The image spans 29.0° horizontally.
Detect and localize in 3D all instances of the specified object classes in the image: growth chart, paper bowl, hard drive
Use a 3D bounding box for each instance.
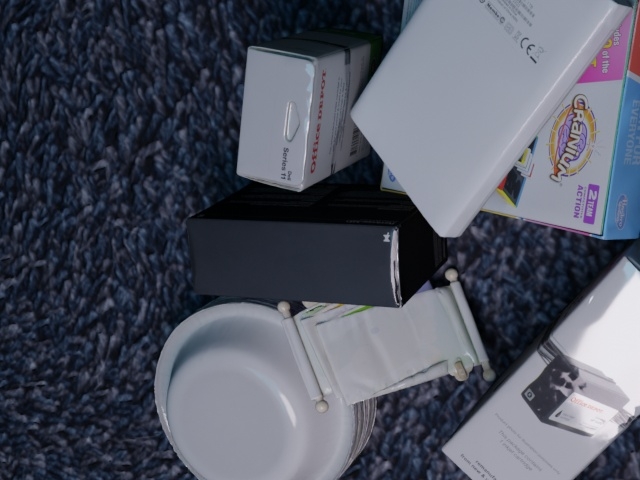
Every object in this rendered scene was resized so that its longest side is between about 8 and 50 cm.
[{"bbox_3d":[0.076,0.112,1.490,0.237,0.021,0.172,-13,68,0],"label":"growth chart"},{"bbox_3d":[-0.083,0.209,1.590,0.284,0.148,0.284,7,108,22],"label":"paper bowl"},{"bbox_3d":[0.164,-0.182,1.287,0.203,0.040,0.307,56,129,31],"label":"hard drive"}]

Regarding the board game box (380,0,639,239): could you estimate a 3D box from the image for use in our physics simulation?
[{"bbox_3d":[0.208,-0.146,1.319,0.317,0.064,0.242,17,103,46],"label":"board game box"}]

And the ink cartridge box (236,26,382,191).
[{"bbox_3d":[-0.010,-0.156,1.420,0.087,0.208,0.153,13,109,20],"label":"ink cartridge box"}]

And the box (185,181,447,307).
[{"bbox_3d":[0.000,0.000,1.474,0.261,0.184,0.103,3,105,23],"label":"box"}]

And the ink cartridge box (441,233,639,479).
[{"bbox_3d":[0.300,0.136,1.363,0.129,0.223,0.307,43,116,9],"label":"ink cartridge box"}]
